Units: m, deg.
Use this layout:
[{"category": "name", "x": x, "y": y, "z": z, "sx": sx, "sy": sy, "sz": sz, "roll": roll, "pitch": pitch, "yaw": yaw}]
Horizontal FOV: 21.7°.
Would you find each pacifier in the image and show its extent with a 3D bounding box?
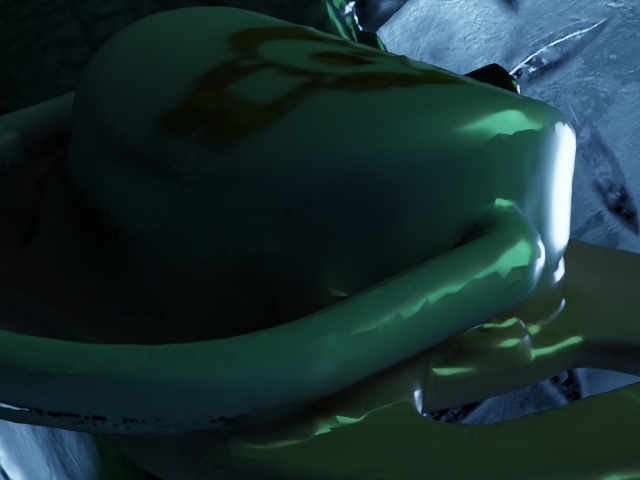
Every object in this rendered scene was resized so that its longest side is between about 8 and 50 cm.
[{"category": "pacifier", "x": -0.006, "y": 0.035, "z": 0.558, "sx": 0.332, "sy": 0.220, "sz": 0.273, "roll": 25, "pitch": -26, "yaw": 46}]

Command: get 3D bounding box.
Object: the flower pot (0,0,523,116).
[{"category": "flower pot", "x": -0.028, "y": -0.068, "z": 0.961, "sx": 0.299, "sy": 0.282, "sz": 0.299, "roll": 58, "pitch": -1, "yaw": 1}]
